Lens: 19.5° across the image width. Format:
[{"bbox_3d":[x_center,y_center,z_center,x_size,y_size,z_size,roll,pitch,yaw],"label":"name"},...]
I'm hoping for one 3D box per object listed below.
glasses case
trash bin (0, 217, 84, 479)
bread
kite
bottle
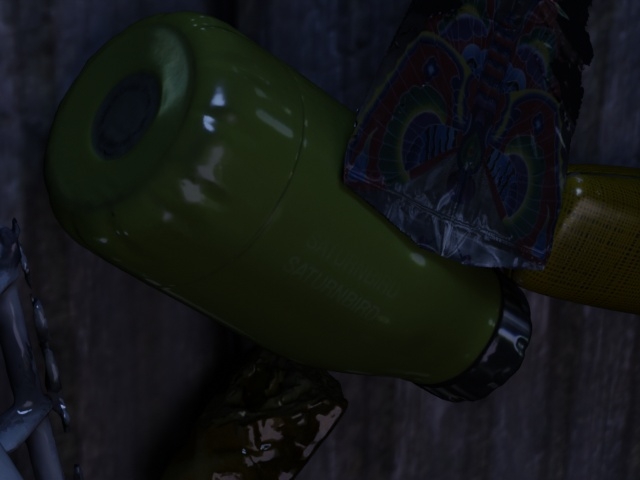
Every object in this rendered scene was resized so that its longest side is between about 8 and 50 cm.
[{"bbox_3d":[0.196,0.004,1.019,0.234,0.064,0.079,9,114,-39],"label":"glasses case"},{"bbox_3d":[-0.163,0.165,0.645,0.296,0.367,0.256,-21,119,-24],"label":"trash bin"},{"bbox_3d":[-0.039,0.105,0.920,0.110,0.060,0.066,-52,162,4],"label":"bread"},{"bbox_3d":[0.092,-0.130,0.831,0.152,0.015,0.285,21,80,-46],"label":"kite"},{"bbox_3d":[0.000,0.000,0.845,0.260,0.112,0.112,33,95,-42],"label":"bottle"}]
